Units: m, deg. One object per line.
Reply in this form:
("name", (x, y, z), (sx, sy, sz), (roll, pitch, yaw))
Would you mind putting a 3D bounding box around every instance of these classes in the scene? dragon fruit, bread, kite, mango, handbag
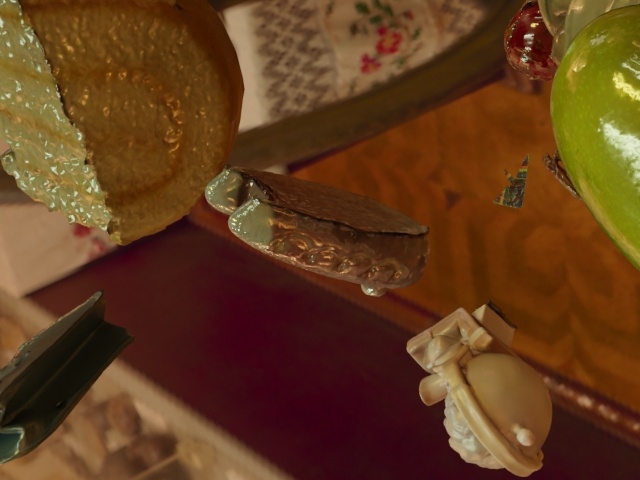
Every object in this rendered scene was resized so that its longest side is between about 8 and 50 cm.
("dragon fruit", (0.253, -0.239, 1.479), (0.094, 0.094, 0.190), (53, 151, 18))
("bread", (-0.250, -0.224, 1.582), (0.239, 0.264, 0.395), (29, 144, 44))
("kite", (0.318, -0.088, 2.256), (0.122, 0.004, 0.090), (-62, 33, 38))
("mango", (0.283, -0.053, 1.034), (0.175, 0.143, 0.293), (-54, 54, 35))
("handbag", (-0.296, 0.155, 1.349), (0.179, 0.229, 0.062), (-31, 102, 31))

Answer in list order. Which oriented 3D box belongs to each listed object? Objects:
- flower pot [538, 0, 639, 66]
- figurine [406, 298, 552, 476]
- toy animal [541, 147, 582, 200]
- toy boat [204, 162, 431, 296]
("flower pot", (0.350, -0.221, 1.322), (0.244, 0.307, 0.307), (-120, 21, -55))
("figurine", (0.178, 0.175, 1.526), (0.162, 0.141, 0.237), (43, -167, -28))
("toy animal", (0.422, -0.077, 1.964), (0.054, 0.275, 0.149), (-57, 30, 26))
("toy boat", (0.000, 0.000, 1.330), (0.155, 0.227, 0.085), (42, 116, 61))
